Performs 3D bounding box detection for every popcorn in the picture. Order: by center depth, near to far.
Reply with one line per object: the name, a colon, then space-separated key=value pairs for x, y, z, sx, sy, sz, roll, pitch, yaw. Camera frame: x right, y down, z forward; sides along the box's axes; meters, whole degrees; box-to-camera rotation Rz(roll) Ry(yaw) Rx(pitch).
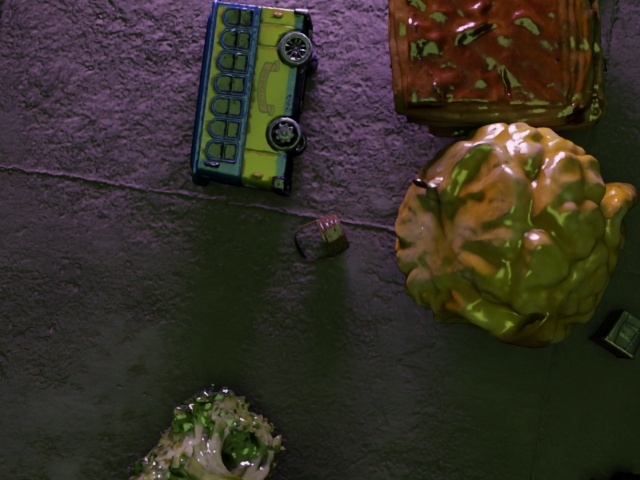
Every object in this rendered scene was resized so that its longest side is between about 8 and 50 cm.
popcorn: x=0.299 y=-0.006 z=1.415 sx=0.381 sy=0.349 sz=0.349 roll=5 pitch=91 yaw=-35

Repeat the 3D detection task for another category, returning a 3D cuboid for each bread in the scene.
bread: x=0.262 y=-0.291 z=1.464 sx=0.324 sy=0.167 sz=0.277 roll=-1 pitch=81 yaw=0

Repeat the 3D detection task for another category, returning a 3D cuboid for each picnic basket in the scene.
picnic basket: x=0.000 y=0.000 z=1.535 sx=0.083 sy=0.072 sz=0.072 roll=-22 pitch=89 yaw=3

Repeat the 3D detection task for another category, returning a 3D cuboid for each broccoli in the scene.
broccoli: x=-0.129 y=0.372 z=1.413 sx=0.397 sy=0.275 sz=0.353 roll=-40 pitch=52 yaw=32

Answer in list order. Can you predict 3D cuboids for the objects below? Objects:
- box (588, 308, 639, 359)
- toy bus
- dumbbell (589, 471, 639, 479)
box: x=0.470 y=0.146 z=1.500 sx=0.060 sy=0.085 sz=0.063 roll=32 pitch=84 yaw=4
toy bus: x=-0.104 y=-0.219 z=1.504 sx=0.175 sy=0.138 sz=0.288 roll=8 pitch=91 yaw=3
dumbbell: x=0.512 y=0.428 z=1.489 sx=0.208 sy=0.099 sz=0.099 roll=29 pitch=92 yaw=3
